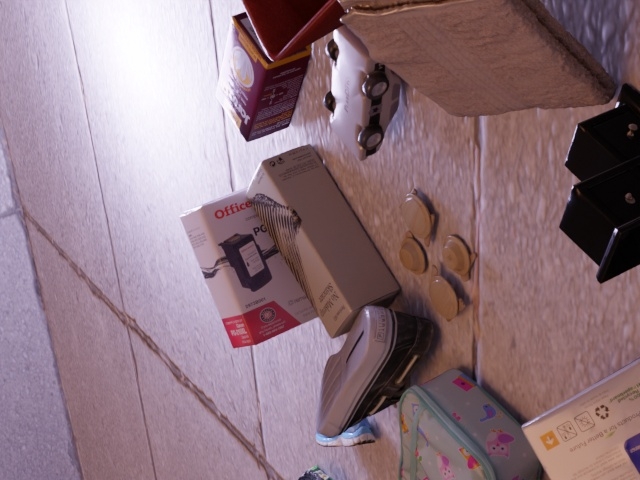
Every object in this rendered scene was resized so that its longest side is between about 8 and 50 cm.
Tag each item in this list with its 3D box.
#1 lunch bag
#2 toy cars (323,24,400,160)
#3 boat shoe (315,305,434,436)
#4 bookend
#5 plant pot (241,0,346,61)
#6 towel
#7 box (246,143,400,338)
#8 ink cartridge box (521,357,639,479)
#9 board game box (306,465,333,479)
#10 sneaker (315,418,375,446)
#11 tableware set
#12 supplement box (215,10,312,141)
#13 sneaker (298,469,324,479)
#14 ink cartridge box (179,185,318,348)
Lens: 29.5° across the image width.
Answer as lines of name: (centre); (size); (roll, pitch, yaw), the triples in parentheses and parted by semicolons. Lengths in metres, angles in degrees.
lunch bag: (0.198, 0.332, 1.718); (0.224, 0.108, 0.279); (43, 145, 39)
toy cars: (0.032, -0.296, 1.562); (0.176, 0.087, 0.393); (12, 125, 65)
boat shoe: (0.078, 0.213, 1.828); (0.335, 0.119, 0.121); (119, 158, -56)
bookend: (0.287, -0.059, 1.182); (0.157, 0.156, 0.072); (50, 150, 32)
plant pot: (0.036, -0.386, 1.302); (0.267, 0.236, 0.267); (66, 153, 3)
towel: (0.155, -0.188, 1.195); (0.187, 0.282, 0.049); (0, 72, 38)
box: (0.000, 0.000, 1.839); (0.275, 0.094, 0.113); (58, 152, 18)
ink cartridge box: (0.385, 0.318, 1.305); (0.176, 0.069, 0.371); (-35, 74, 25)
board game box: (0.061, 0.528, 2.226); (0.260, 0.030, 0.136); (29, 137, 51)
sneaker: (0.042, 0.313, 2.073); (0.162, 0.063, 0.073); (-19, 76, 60)
tableware set: (0.153, 0.021, 1.655); (0.168, 0.020, 0.141); (52, 148, 31)
supplement box: (-0.088, -0.250, 1.820); (0.104, 0.081, 0.188); (55, 152, 22)
sneaker: (-0.030, 0.516, 2.271); (0.108, 0.100, 0.271); (36, 144, 7)
ink cartridge box: (-0.096, 0.031, 1.956); (0.100, 0.172, 0.237); (-17, 95, 64)
